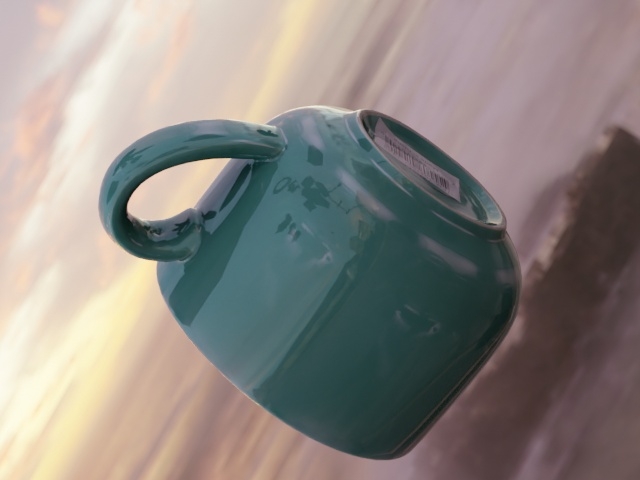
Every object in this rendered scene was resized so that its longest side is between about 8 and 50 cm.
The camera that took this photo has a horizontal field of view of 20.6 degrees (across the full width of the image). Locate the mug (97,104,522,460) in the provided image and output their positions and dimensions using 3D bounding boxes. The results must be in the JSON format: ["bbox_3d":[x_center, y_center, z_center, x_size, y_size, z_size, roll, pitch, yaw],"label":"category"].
[{"bbox_3d":[0.007,0.006,0.684,0.097,0.129,0.158,-52,-31,17],"label":"mug"}]
